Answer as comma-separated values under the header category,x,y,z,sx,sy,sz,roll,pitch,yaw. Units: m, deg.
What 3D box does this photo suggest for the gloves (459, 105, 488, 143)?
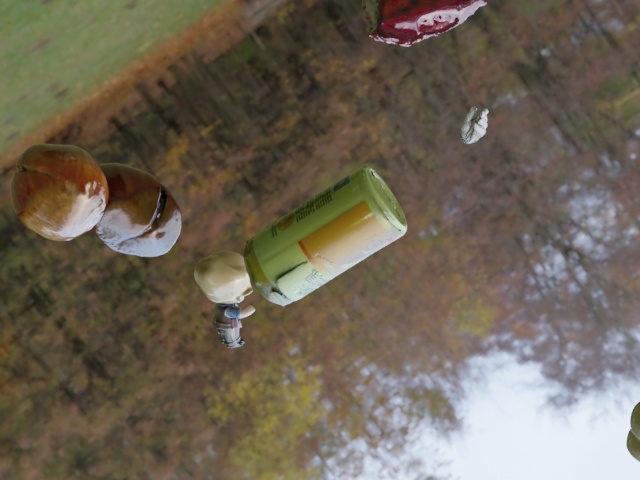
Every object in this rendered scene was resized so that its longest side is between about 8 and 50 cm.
category,x,y,z,sx,sy,sz,roll,pitch,yaw
gloves,0.239,-0.180,1.708,0.037,0.044,0.081,-34,171,-28

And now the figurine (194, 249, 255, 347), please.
category,x,y,z,sx,sy,sz,roll,pitch,yaw
figurine,-0.182,0.116,2.174,0.108,0.195,0.114,-17,-160,-18

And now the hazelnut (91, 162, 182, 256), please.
category,x,y,z,sx,sy,sz,roll,pitch,yaw
hazelnut,-0.383,-0.069,2.204,0.181,0.212,0.180,-17,-133,34

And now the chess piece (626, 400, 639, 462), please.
category,x,y,z,sx,sy,sz,roll,pitch,yaw
chess piece,0.627,0.242,1.931,0.167,0.299,0.167,-2,-163,1

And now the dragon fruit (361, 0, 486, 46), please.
category,x,y,z,sx,sy,sz,roll,pitch,yaw
dragon fruit,0.170,-0.529,2.265,0.302,0.240,0.330,-5,-135,43

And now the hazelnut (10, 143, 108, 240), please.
category,x,y,z,sx,sy,sz,roll,pitch,yaw
hazelnut,-0.455,-0.091,1.941,0.182,0.182,0.182,-35,-170,7

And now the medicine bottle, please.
category,x,y,z,sx,sy,sz,roll,pitch,yaw
medicine bottle,0.000,0.000,1.578,0.239,0.124,0.124,-33,-170,17
